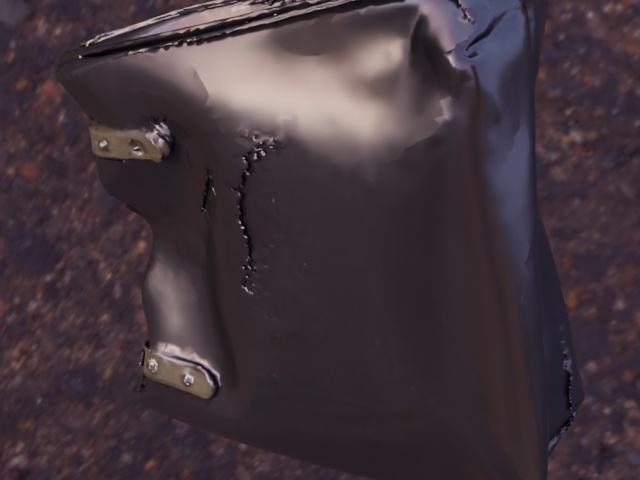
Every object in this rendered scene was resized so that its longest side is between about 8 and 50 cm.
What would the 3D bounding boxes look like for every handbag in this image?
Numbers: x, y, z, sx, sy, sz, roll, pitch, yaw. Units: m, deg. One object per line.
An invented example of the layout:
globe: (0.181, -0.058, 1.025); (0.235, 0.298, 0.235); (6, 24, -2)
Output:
handbag: (0.000, 0.000, 0.941); (0.288, 0.342, 0.152); (4, 30, 22)
